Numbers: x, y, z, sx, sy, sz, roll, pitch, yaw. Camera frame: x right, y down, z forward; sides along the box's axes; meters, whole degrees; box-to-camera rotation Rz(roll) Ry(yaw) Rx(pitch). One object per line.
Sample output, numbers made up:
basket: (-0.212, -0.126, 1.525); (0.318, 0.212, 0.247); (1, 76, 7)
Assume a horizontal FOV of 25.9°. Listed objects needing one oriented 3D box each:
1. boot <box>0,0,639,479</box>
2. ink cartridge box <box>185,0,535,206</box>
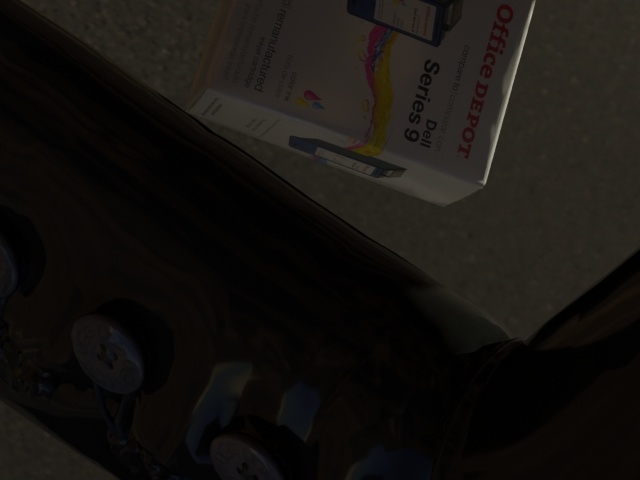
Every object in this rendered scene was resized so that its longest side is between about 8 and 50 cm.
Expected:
boot: (-0.001, 0.002, 0.575); (0.146, 0.445, 0.367); (-22, 139, -47)
ink cartridge box: (0.030, -0.134, 1.005); (0.212, 0.093, 0.154); (20, 79, -13)
